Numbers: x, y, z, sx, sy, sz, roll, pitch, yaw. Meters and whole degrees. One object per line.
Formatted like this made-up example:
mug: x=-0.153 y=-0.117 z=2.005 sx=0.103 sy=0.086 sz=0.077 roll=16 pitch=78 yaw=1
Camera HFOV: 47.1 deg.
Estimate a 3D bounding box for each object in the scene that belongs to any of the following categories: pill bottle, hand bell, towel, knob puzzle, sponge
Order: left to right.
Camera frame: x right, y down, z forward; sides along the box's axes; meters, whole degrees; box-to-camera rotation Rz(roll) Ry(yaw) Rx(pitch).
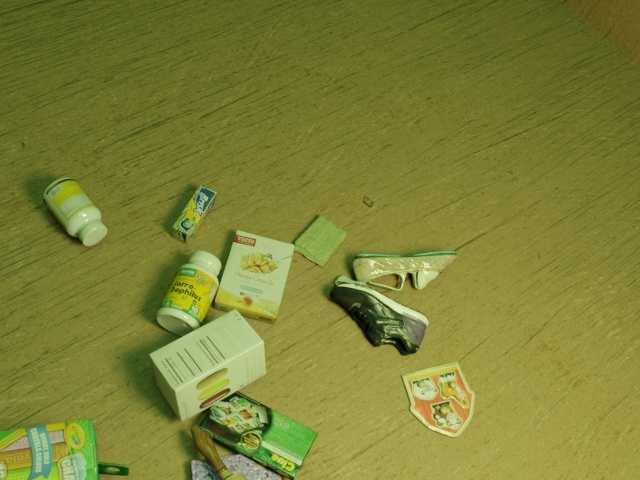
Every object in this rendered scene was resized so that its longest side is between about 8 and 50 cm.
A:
pill bottle: x=-0.657 y=-0.075 z=1.977 sx=0.103 sy=0.103 sz=0.184 roll=-33 pitch=71 yaw=-28
pill bottle: x=-0.335 y=0.134 z=1.911 sx=0.117 sy=0.118 sz=0.209 roll=21 pitch=56 yaw=0
hand bell: x=-0.230 y=0.523 z=1.679 sx=0.126 sy=0.126 sz=0.242 roll=-28 pitch=57 yaw=-27
sponge: x=-0.196 y=0.565 z=1.724 sx=0.209 sy=0.031 sz=0.117 roll=-4 pitch=60 yaw=-15
towel: x=0.000 y=0.000 z=2.127 sx=0.110 sy=0.027 sz=0.148 roll=33 pitch=58 yaw=10
knob puzzle: x=0.325 y=0.423 z=1.934 sx=0.213 sy=0.030 sz=0.213 roll=6 pitch=57 yaw=-10

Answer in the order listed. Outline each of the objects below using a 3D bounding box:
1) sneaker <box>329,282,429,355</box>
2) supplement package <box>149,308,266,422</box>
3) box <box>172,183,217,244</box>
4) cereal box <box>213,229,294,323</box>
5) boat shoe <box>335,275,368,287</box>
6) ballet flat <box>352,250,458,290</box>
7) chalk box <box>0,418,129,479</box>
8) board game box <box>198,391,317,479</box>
sneaker: x=0.148 y=0.215 z=1.983 sx=0.283 sy=0.107 sz=0.124 roll=23 pitch=62 yaw=2
supplement package: x=-0.271 y=0.303 z=1.791 sx=0.244 sy=0.139 sz=0.134 roll=-27 pitch=50 yaw=-25
box: x=-0.355 y=-0.074 z=2.072 sx=0.054 sy=0.059 sz=0.169 roll=25 pitch=57 yaw=1
cereal box: x=-0.179 y=0.097 z=2.012 sx=0.172 sy=0.047 sz=0.240 roll=15 pitch=56 yaw=-4
boat shoe: x=0.086 y=0.128 z=2.045 sx=0.100 sy=0.035 sz=0.035 roll=23 pitch=35 yaw=25
ballet flat: x=0.244 y=0.090 z=2.097 sx=0.315 sy=0.107 sz=0.106 roll=-2 pitch=79 yaw=-8
chalk box: x=-0.565 y=0.504 z=1.591 sx=0.288 sy=0.180 sz=0.179 roll=-5 pitch=60 yaw=-17
board game box: x=-0.150 y=0.463 z=1.776 sx=0.259 sy=0.030 sz=0.136 roll=26 pitch=44 yaw=10
